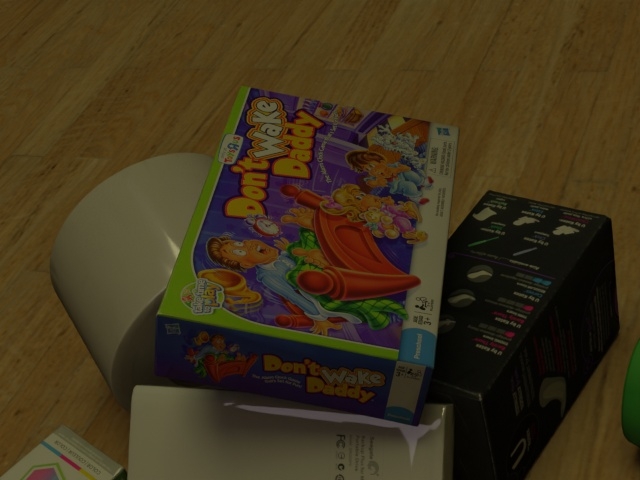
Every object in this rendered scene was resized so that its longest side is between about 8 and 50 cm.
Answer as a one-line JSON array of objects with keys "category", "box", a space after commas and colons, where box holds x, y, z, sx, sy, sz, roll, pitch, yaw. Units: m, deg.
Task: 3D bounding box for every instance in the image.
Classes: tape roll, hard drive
[{"category": "tape roll", "box": [-0.145, 0.051, 1.288, 0.246, 0.246, 0.169, -27, 52, -14]}, {"category": "hard drive", "box": [-0.034, 0.242, 1.097, 0.307, 0.203, 0.040, 1, -4, 21]}]

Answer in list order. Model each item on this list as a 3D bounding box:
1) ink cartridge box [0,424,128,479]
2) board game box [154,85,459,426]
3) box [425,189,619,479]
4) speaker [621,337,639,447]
[{"category": "ink cartridge box", "box": [-0.298, 0.292, 1.214, 0.109, 0.062, 0.209, 24, 53, 39]}, {"category": "board game box", "box": [0.000, 0.000, 1.129, 0.233, 0.078, 0.347, 11, 41, 2]}, {"category": "box", "box": [0.175, 0.100, 1.198, 0.143, 0.165, 0.270, 15, 47, 34]}, {"category": "speaker", "box": [0.428, 0.157, 1.067, 0.296, 0.131, 0.131, 9, 44, 29]}]
